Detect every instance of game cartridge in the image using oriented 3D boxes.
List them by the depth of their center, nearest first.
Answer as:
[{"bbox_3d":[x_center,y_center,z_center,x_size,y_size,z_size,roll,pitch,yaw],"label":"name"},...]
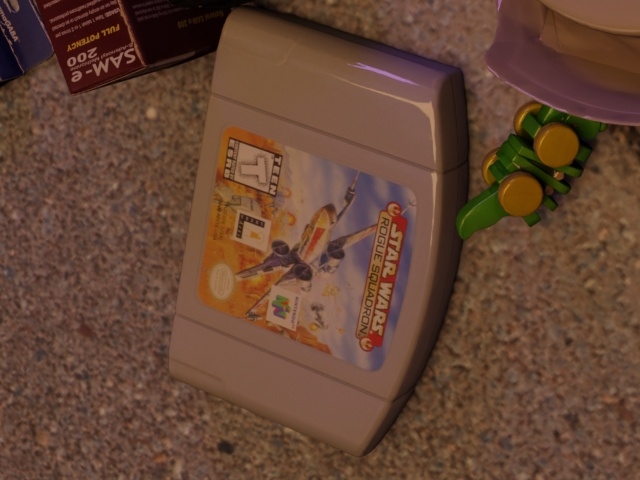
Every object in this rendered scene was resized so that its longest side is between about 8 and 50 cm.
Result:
[{"bbox_3d":[0.000,0.000,1.199,0.198,0.062,0.297,22,115,26],"label":"game cartridge"}]

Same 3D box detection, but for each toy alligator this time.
[{"bbox_3d":[0.159,-0.070,1.092,0.051,0.056,0.190,30,104,-21],"label":"toy alligator"}]

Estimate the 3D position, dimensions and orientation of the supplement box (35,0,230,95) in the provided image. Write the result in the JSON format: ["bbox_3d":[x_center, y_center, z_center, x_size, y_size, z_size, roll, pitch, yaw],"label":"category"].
[{"bbox_3d":[-0.154,-0.231,1.166,0.073,0.130,0.239,-18,95,31],"label":"supplement box"}]

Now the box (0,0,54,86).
[{"bbox_3d":[-0.324,-0.159,1.339,0.225,0.036,0.136,-26,91,31],"label":"box"}]

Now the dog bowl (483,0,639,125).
[{"bbox_3d":[0.193,-0.243,0.945,0.348,0.102,0.349,14,111,41],"label":"dog bowl"}]

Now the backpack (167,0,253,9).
[{"bbox_3d":[-0.052,-0.204,1.132,0.114,0.105,0.084,-20,81,25],"label":"backpack"}]
